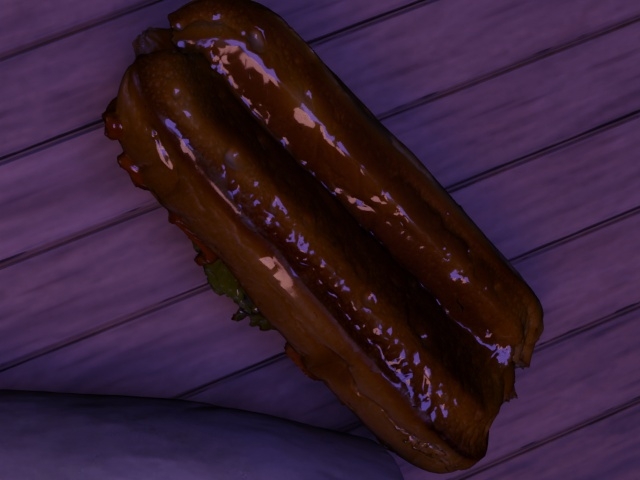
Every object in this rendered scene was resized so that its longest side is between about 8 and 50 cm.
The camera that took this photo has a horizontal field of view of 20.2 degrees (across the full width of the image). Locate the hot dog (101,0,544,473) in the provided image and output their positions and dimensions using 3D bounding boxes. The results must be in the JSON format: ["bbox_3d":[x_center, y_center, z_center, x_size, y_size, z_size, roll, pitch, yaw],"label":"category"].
[{"bbox_3d":[0.000,0.000,1.145,0.349,0.117,0.158,45,55,-17],"label":"hot dog"}]

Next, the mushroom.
[{"bbox_3d":[-0.149,0.152,1.092,0.397,0.177,0.126,8,84,-11],"label":"mushroom"}]
